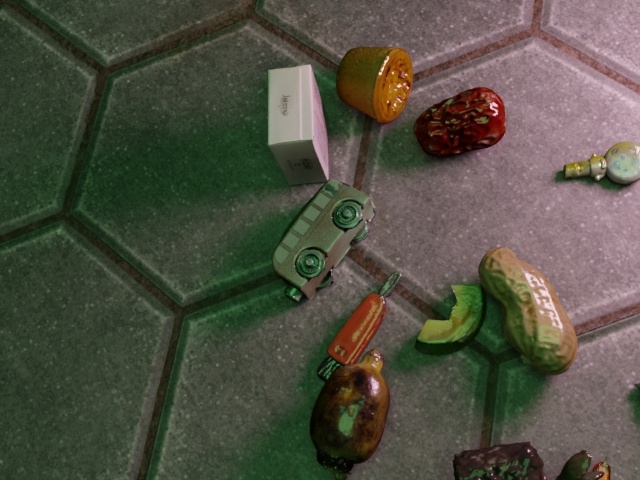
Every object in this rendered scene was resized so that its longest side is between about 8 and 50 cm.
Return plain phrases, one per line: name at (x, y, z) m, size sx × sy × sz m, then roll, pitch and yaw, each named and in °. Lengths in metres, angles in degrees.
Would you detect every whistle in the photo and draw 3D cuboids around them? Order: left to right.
whistle at (0.699, -0.181, 1.918) m, size 0.198 × 0.057 × 0.104 m, roll -9°, pitch 77°, yaw 16°

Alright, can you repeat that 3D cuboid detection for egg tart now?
egg tart at (0.134, -0.410, 2.029) m, size 0.147 × 0.202 × 0.202 m, roll 18°, pitch 76°, yaw 28°

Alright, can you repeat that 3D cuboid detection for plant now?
plant at (0.441, 0.535, 1.650) m, size 0.312 × 0.215 × 0.213 m, roll -4°, pitch 69°, yaw 6°

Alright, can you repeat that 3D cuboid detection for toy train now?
toy train at (0.000, 0.000, 1.948) m, size 0.159 × 0.129 × 0.326 m, roll 33°, pitch 82°, yaw 24°

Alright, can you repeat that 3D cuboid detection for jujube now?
jujube at (0.352, -0.290, 1.965) m, size 0.230 × 0.155 × 0.155 m, roll -21°, pitch 70°, yaw 10°

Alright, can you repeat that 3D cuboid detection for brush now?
brush at (0.103, 0.211, 1.905) m, size 0.070 × 0.051 × 0.323 m, roll 35°, pitch 85°, yaw 25°

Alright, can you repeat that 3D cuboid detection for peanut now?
peanut at (0.476, 0.159, 1.804) m, size 0.153 × 0.140 × 0.325 m, roll -37°, pitch 67°, yaw 16°

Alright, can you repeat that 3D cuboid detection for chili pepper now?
chili pepper at (0.605, 0.560, 1.705) m, size 0.045 × 0.027 × 0.178 m, roll 19°, pitch 73°, yaw -25°

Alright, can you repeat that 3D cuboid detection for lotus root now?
lotus root at (0.070, 0.393, 1.800) m, size 0.169 × 0.141 × 0.314 m, roll 17°, pitch 75°, yaw 11°

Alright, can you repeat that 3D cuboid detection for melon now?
melon at (0.320, 0.189, 1.864) m, size 0.118 × 0.064 × 0.209 m, roll 27°, pitch 77°, yaw 22°

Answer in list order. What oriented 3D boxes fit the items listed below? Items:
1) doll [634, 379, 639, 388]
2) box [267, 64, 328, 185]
doll at (0.769, 0.370, 1.718) m, size 0.094 × 0.079 × 0.180 m, roll -21°, pitch 54°, yaw -22°
box at (-0.053, -0.282, 1.968) m, size 0.116 × 0.274 × 0.203 m, roll -5°, pitch 73°, yaw 7°
